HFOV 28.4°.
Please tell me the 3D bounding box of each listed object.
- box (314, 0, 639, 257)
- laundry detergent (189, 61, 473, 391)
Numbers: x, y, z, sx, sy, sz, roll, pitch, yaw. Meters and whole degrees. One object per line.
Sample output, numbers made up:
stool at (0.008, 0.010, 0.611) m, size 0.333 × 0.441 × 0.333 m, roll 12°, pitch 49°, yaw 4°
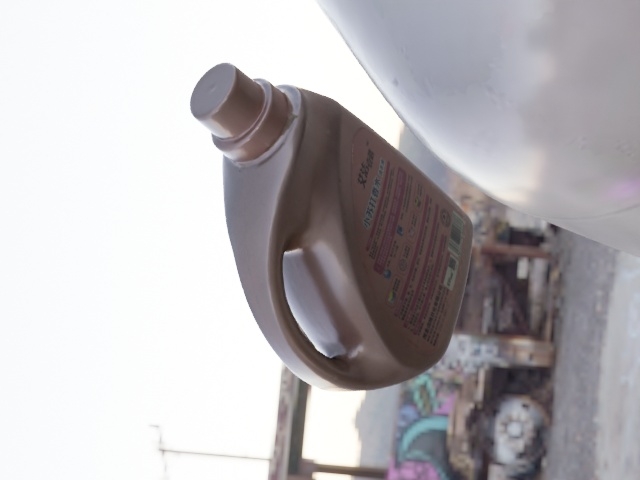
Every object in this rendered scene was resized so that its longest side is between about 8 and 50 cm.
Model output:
box at (0.108, -0.119, 0.583) m, size 0.349 × 0.141 × 0.288 m, roll 16°, pitch -142°, yaw -56°
laundry detergent at (0.000, 0.000, 0.813) m, size 0.237 × 0.076 × 0.171 m, roll 37°, pitch -122°, yaw -39°
